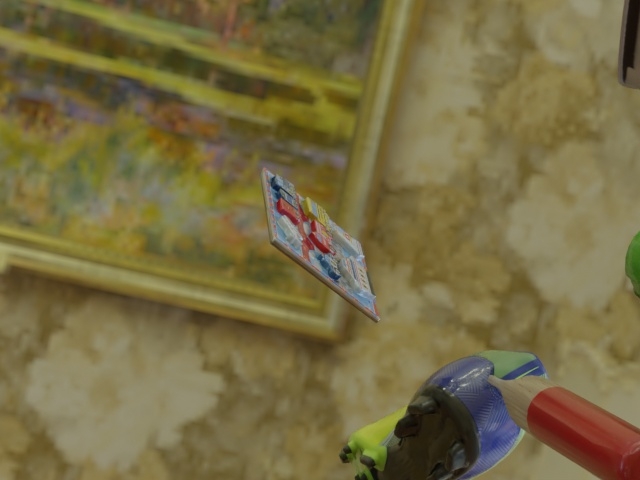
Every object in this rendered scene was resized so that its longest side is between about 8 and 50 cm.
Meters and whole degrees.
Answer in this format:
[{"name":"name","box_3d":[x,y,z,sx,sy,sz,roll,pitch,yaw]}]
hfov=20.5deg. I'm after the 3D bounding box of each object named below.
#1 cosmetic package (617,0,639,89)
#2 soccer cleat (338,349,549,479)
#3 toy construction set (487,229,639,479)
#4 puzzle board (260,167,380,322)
[{"name":"cosmetic package","box_3d":[0.294,-0.249,1.188,0.129,0.296,0.153,12,-31,13]},{"name":"soccer cleat","box_3d":[0.100,0.160,1.417,0.121,0.093,0.289,-28,-10,-23]},{"name":"toy construction set","box_3d":[0.222,0.054,0.766,0.308,0.258,0.237,2,7,-17]},{"name":"puzzle board","box_3d":[0.000,0.000,1.244,0.096,0.011,0.128,37,16,-19]}]
